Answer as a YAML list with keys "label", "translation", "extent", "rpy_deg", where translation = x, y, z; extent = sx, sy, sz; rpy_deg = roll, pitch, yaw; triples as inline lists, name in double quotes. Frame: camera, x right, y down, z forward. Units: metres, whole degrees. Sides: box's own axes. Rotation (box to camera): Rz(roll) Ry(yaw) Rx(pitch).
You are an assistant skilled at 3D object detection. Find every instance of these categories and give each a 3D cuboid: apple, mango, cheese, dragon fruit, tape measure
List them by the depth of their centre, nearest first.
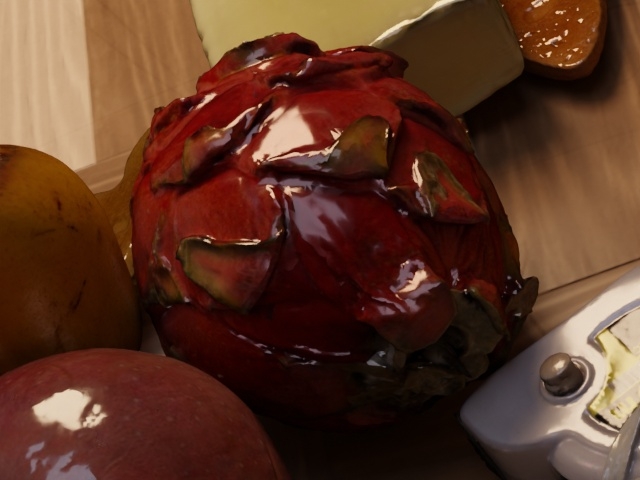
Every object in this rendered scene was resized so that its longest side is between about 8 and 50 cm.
- label: "apple"
  translation: [-0.136, 0.222, 1.303]
  extent: [0.305, 0.235, 0.306]
  rpy_deg: [3, 95, 36]
- label: "tape measure"
  translation: [0.232, 0.108, 1.321]
  extent: [0.236, 0.120, 0.197]
  rpy_deg: [-38, 38, -3]
- label: "mango"
  translation: [-0.199, 0.028, 1.394]
  extent: [0.112, 0.219, 0.145]
  rpy_deg: [12, 58, 46]
- label: "dragon fruit"
  translation: [0.000, 0.000, 1.438]
  extent: [0.277, 0.277, 0.343]
  rpy_deg: [-25, 53, 4]
- label: "cheese"
  translation: [0.022, -0.190, 1.683]
  extent: [0.242, 0.124, 0.265]
  rpy_deg: [-30, 43, 10]

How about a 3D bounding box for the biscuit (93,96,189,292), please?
- label: "biscuit"
  translation: [-0.162, 0.005, 1.632]
  extent: [0.197, 0.049, 0.301]
  rpy_deg: [-1, 52, 50]

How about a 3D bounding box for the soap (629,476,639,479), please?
- label: "soap"
  translation: [0.216, 0.280, 1.143]
  extent: [0.257, 0.159, 0.302]
  rpy_deg: [-15, 43, 9]

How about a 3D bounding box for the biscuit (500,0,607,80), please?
- label: "biscuit"
  translation: [0.176, -0.220, 1.709]
  extent: [0.183, 0.043, 0.280]
  rpy_deg: [-35, 45, 6]
